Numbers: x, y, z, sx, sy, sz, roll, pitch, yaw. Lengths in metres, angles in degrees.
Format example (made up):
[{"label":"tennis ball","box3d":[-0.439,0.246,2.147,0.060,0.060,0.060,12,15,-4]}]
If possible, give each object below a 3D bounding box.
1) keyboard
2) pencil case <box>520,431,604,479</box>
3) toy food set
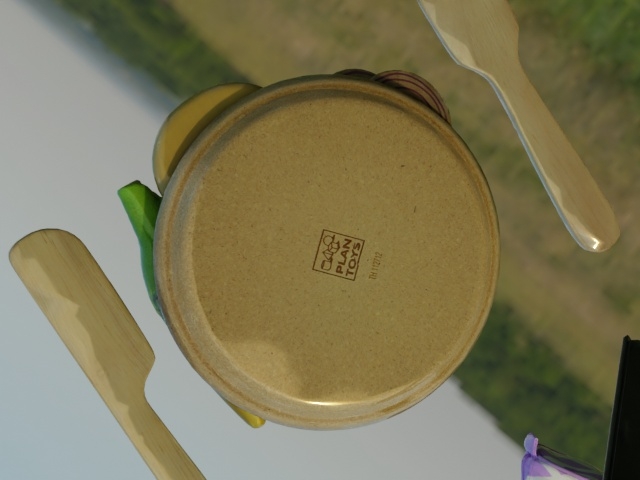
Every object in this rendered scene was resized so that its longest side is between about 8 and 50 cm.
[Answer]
[{"label":"keyboard","box3d":[0.190,0.136,1.066,0.108,0.023,0.180,41,-147,-13]},{"label":"pencil case","box3d":[0.149,0.251,1.455,0.088,0.206,0.086,25,-179,-5]},{"label":"toy food set","box3d":[0.000,0.000,0.690,0.132,0.192,0.038,60,170,-9]}]
